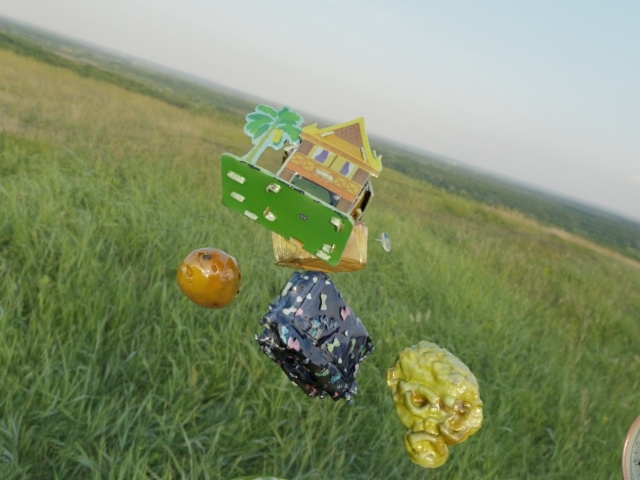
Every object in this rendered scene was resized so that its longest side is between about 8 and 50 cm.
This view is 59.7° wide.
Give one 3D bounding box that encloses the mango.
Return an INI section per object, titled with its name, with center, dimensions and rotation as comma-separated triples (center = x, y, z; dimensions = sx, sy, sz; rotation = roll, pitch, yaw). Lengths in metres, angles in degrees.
[mango]
center = -0.279, 0.104, 1.427
dimensions = 0.156, 0.151, 0.248
rotation = -13, -17, -4

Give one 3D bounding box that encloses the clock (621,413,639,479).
[clock]
center = 0.623, 0.389, 0.949
dimensions = 0.056, 0.244, 0.244
rotation = 17, 12, -15

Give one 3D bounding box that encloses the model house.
[model house]
center = -0.033, -0.170, 1.342
dimensions = 0.358, 0.312, 0.242
rotation = 27, -31, 7

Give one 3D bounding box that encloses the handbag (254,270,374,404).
[handbag]
center = -0.009, 0.177, 0.988
dimensions = 0.113, 0.162, 0.260
rotation = -1, -41, 38

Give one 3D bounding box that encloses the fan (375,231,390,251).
[fan]
center = 0.188, -0.004, 1.651
dimensions = 0.003, 0.060, 0.080
rotation = -16, -44, 35

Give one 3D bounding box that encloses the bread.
[bread]
center = 0.000, 0.000, 1.574
dimensions = 0.288, 0.156, 0.204
rotation = 6, -17, -35

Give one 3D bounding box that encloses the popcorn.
[popcorn]
center = 0.283, 0.382, 1.348
dimensions = 0.174, 0.225, 0.286
rotation = 17, 50, -38

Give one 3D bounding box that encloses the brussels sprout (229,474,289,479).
[brussels sprout]
center = -0.176, 0.849, 1.565
dimensions = 0.425, 0.342, 0.361
rotation = -8, 21, 25
